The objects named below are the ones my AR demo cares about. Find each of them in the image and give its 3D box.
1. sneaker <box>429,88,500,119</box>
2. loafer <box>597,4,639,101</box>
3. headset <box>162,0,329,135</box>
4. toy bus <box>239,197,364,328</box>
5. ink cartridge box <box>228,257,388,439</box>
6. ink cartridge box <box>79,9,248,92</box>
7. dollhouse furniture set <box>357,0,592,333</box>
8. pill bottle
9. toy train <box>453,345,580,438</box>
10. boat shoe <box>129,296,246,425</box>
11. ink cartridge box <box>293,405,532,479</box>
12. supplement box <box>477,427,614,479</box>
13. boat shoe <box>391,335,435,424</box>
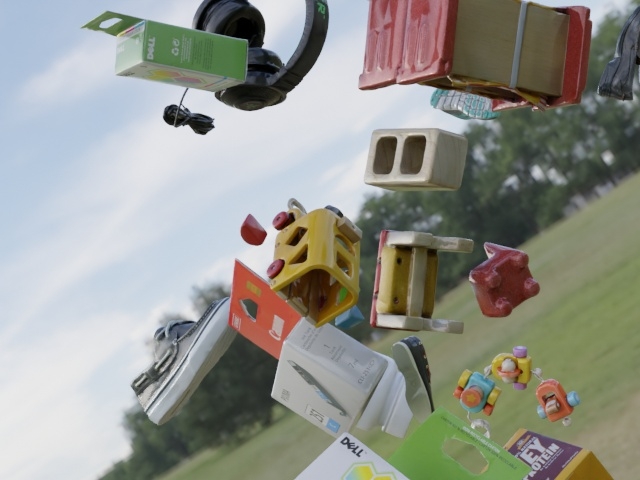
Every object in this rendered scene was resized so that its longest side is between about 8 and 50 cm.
[{"bbox_3d":[0.312,-0.279,2.584,0.076,0.166,0.065,28,-96,-50],"label":"sneaker"},{"bbox_3d":[0.529,-0.315,2.106,0.170,0.061,0.062,-69,-19,2],"label":"loafer"},{"bbox_3d":[-0.133,-0.328,2.260,0.394,0.243,0.185,-36,-30,24],"label":"headset"},{"bbox_3d":[0.003,0.011,1.625,0.104,0.202,0.191,-32,-13,27],"label":"toy bus"},{"bbox_3d":[-0.042,0.171,1.828,0.066,0.261,0.296,-54,-8,-21],"label":"ink cartridge box"},{"bbox_3d":[-0.217,-0.256,1.709,0.209,0.062,0.109,7,-6,-29],"label":"ink cartridge box"},{"bbox_3d":[0.149,-0.085,1.331,0.201,0.374,0.152,8,-2,-31],"label":"dollhouse furniture set"},{"bbox_3d":[0.063,0.295,2.569,0.160,0.283,0.160,21,-90,-85],"label":"pill bottle"},{"bbox_3d":[0.254,0.214,1.662,0.166,0.125,0.046,-25,2,30],"label":"toy train"},{"bbox_3d":[-0.254,0.202,2.235,0.335,0.119,0.121,-52,-8,33],"label":"boat shoe"},{"bbox_3d":[0.100,0.302,1.533,0.255,0.097,0.189,-42,39,-15],"label":"ink cartridge box"},{"bbox_3d":[0.385,0.425,1.989,0.129,0.191,0.194,-45,18,-16],"label":"supplement box"},{"bbox_3d":[0.145,0.205,1.816,0.042,0.133,0.049,-22,7,-39],"label":"boat shoe"}]
